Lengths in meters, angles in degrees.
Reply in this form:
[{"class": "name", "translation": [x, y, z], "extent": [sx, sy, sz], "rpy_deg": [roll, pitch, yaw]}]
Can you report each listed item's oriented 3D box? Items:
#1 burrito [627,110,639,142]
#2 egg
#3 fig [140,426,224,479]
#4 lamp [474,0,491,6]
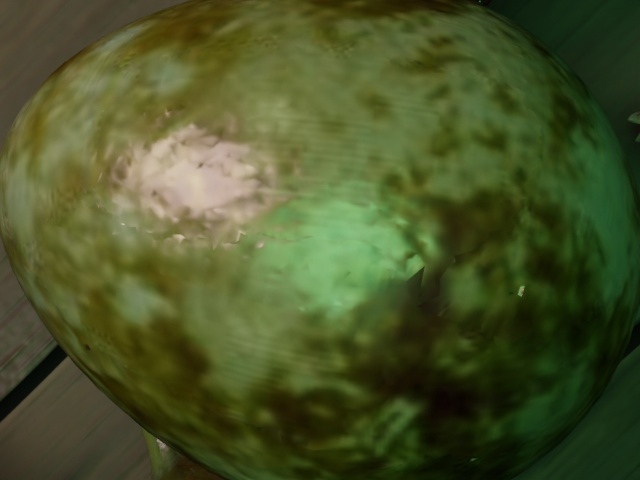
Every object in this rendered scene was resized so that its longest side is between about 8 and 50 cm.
[{"class": "burrito", "translation": [0.246, -0.009, 0.747], "extent": [0.082, 0.059, 0.275], "rpy_deg": [-36, 45, -7]}, {"class": "egg", "translation": [0.000, 0.000, 0.754], "extent": [0.289, 0.238, 0.238], "rpy_deg": [8, 93, -3]}, {"class": "fig", "translation": [-0.059, 0.129, 0.827], "extent": [0.149, 0.149, 0.245], "rpy_deg": [-31, 76, 5]}, {"class": "lamp", "translation": [0.023, -0.208, 0.782], "extent": [0.258, 0.180, 0.180], "rpy_deg": [23, 94, 4]}]
